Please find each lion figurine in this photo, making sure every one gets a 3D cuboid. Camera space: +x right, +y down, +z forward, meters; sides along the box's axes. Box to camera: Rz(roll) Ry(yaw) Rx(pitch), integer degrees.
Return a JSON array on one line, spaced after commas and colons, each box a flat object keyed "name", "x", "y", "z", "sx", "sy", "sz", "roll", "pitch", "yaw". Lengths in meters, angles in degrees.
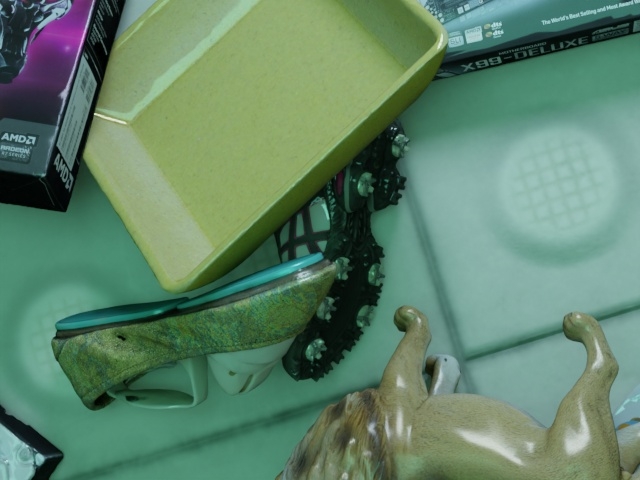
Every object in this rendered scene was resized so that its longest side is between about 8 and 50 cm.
[{"name": "lion figurine", "x": 0.148, "y": 0.185, "z": 1.255, "sx": 0.392, "sy": 0.142, "sz": 0.240, "roll": -4, "pitch": 45, "yaw": 29}]

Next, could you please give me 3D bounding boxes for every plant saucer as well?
[{"name": "plant saucer", "x": -0.064, "y": -0.138, "z": 1.355, "sx": 0.333, "sy": 0.081, "sz": 0.333, "roll": -43, "pitch": 47, "yaw": 5}]

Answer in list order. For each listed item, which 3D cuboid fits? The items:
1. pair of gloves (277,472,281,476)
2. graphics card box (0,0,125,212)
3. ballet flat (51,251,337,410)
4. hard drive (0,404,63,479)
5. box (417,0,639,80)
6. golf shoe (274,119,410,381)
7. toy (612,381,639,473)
[{"name": "pair of gloves", "x": 0.026, "y": 0.359, "z": 1.372, "sx": 0.204, "sy": 0.042, "sz": 0.240, "roll": 11, "pitch": 87, "yaw": 14}, {"name": "graphics card box", "x": -0.320, "y": -0.223, "z": 1.402, "sx": 0.233, "sy": 0.094, "sz": 0.371, "roll": 10, "pitch": 70, "yaw": 7}, {"name": "ballet flat", "x": -0.111, "y": 0.097, "z": 1.341, "sx": 0.348, "sy": 0.123, "sz": 0.123, "roll": -15, "pitch": 82, "yaw": 36}, {"name": "hard drive", "x": -0.454, "y": 0.284, "z": 1.462, "sx": 0.237, "sy": 0.064, "sz": 0.339, "roll": 37, "pitch": 94, "yaw": 12}, {"name": "box", "x": 0.191, "y": -0.299, "z": 1.376, "sx": 0.307, "sy": 0.076, "sz": 0.242, "roll": -12, "pitch": 83, "yaw": 10}, {"name": "golf shoe", "x": 0.000, "y": 0.000, "z": 1.392, "sx": 0.120, "sy": 0.105, "sz": 0.273, "roll": 14, "pitch": 88, "yaw": 34}, {"name": "toy", "x": 0.323, "y": 0.207, "z": 1.318, "sx": 0.137, "sy": 0.056, "sz": 0.237, "roll": 41, "pitch": 88, "yaw": 20}]
